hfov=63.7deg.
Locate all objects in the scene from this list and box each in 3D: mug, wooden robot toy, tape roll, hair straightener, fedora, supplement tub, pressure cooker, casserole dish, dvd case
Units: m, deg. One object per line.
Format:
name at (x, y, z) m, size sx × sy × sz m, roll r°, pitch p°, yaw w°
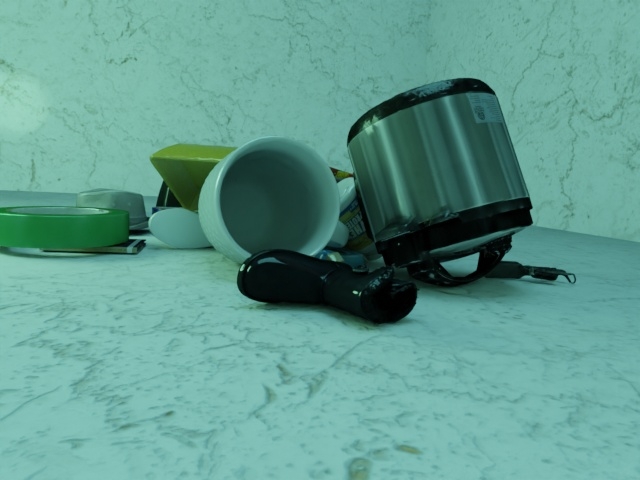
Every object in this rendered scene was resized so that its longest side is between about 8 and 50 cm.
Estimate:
mug at (-0.105, -0.059, 1.224) m, size 0.373 × 0.277 × 0.328 m, roll 19°, pitch -10°, yaw -22°
wooden robot toy at (-0.013, 0.074, 1.046) m, size 0.173 × 0.076 × 0.079 m, roll -4°, pitch 46°, yaw -46°
tape roll at (-0.649, -0.038, 1.291) m, size 0.320 × 0.077 × 0.321 m, roll 3°, pitch 6°, yaw 0°
hair straightener at (0.511, 0.084, 1.259) m, size 0.230 × 0.047 × 0.089 m, roll 9°, pitch 8°, yaw 4°
fedora at (-0.666, -0.099, 1.620) m, size 0.275 × 0.125 × 0.243 m, roll -5°, pitch 11°, yaw -30°
supplement tub at (0.104, -0.055, 1.382) m, size 0.199 × 0.144 × 0.144 m, roll 43°, pitch -7°, yaw -20°
pressure cooker at (0.273, -0.105, 1.179) m, size 0.369 × 0.421 × 0.375 m, roll -17°, pitch -7°, yaw 2°
casserole dish at (0.040, 0.043, 1.321) m, size 0.114 × 0.037 × 0.188 m, roll 0°, pitch 8°, yaw -27°
dvd case at (-0.570, 0.011, 1.315) m, size 0.221 × 0.018 × 0.164 m, roll 1°, pitch 7°, yaw -11°

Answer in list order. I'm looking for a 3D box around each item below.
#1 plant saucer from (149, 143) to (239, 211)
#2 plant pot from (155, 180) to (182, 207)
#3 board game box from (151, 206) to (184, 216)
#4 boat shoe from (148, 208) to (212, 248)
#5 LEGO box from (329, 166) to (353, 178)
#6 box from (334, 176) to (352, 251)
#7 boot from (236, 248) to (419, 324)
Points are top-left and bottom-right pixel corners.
plant saucer at (-0.270, -0.176, 1.475) m, size 0.332 × 0.081 × 0.333 m, roll 5°, pitch -21°, yaw 5°
plant pot at (-0.558, -0.165, 2.076) m, size 0.187 × 0.167 × 0.188 m, roll -1°, pitch 10°, yaw -27°
board game box at (-0.362, -0.061, 1.724) m, size 0.346 × 0.078 × 0.233 m, roll -1°, pitch 9°, yaw -31°
boat shoe at (-0.343, -0.036, 1.456) m, size 0.301 × 0.108 × 0.102 m, roll 1°, pitch 8°, yaw -36°
LEGO box at (0.034, -0.163, 2.026) m, size 0.372 × 0.193 × 0.500 m, roll 13°, pitch 3°, yaw -28°
box at (0.034, -0.080, 1.551) m, size 0.168 × 0.203 × 0.167 m, roll 6°, pitch 15°, yaw 7°
boot at (0.013, 0.073, 0.848) m, size 0.246 × 0.094 × 0.207 m, roll 6°, pitch 1°, yaw -33°
